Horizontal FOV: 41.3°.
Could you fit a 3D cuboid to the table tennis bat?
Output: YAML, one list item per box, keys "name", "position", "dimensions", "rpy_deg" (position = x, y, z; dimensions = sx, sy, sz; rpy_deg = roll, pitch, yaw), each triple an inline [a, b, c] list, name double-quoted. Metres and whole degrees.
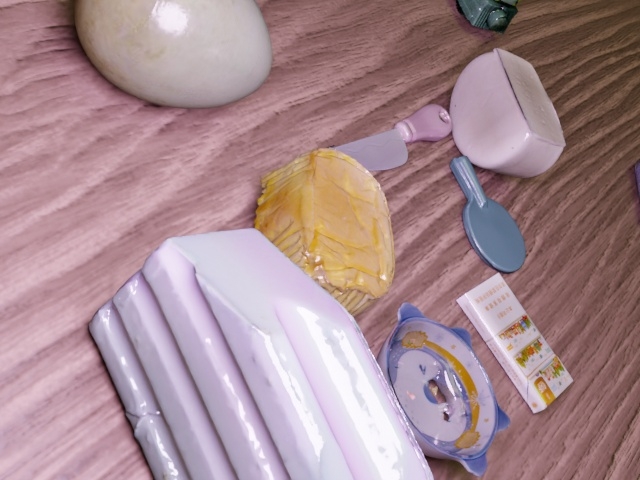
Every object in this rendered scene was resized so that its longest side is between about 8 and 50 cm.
- name: "table tennis bat"
  position: [0.300, -0.048, 1.553]
  dimensions: [0.149, 0.038, 0.237]
  rpy_deg: [-13, 73, -44]

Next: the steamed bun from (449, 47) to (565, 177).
- name: "steamed bun"
  position: [0.348, -0.231, 1.633]
  dimensions: [0.146, 0.164, 0.241]
  rpy_deg: [10, 53, -38]

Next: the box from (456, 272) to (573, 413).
- name: "box"
  position: [0.324, 0.167, 1.411]
  dimensions: [0.122, 0.032, 0.220]
  rpy_deg: [-23, 77, -48]

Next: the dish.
- name: "dish"
  position: [0.153, 0.220, 1.180]
  dimensions: [0.228, 0.086, 0.236]
  rpy_deg: [22, 47, -30]

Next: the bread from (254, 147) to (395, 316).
- name: "bread"
  position: [0.000, 0.000, 1.176]
  dimensions: [0.179, 0.133, 0.250]
  rpy_deg: [17, 51, -33]

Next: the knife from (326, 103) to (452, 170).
- name: "knife"
  position: [0.129, -0.171, 1.506]
  dimensions: [0.336, 0.043, 0.081]
  rpy_deg: [-28, 87, -42]

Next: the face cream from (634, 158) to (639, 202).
- name: "face cream"
  position: [0.789, -0.122, 2.007]
  dimensions: [0.075, 0.075, 0.229]
  rpy_deg: [30, 45, -21]

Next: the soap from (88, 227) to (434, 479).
- name: "soap"
  position: [-0.052, 0.207, 0.877]
  dimensions: [0.156, 0.261, 0.446]
  rpy_deg: [-8, 65, -48]

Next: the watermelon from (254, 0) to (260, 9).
- name: "watermelon"
  position: [-0.174, -0.372, 1.360]
  dimensions: [0.094, 0.081, 0.180]
  rpy_deg: [-19, 57, -31]

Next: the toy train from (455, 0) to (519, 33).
- name: "toy train"
  position: [0.373, -0.644, 1.959]
  dimensions: [0.138, 0.178, 0.330]
  rpy_deg: [2, 58, -41]

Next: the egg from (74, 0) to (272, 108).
- name: "egg"
  position: [-0.192, -0.287, 1.166]
  dimensions: [0.295, 0.218, 0.218]
  rpy_deg: [25, 45, -41]
